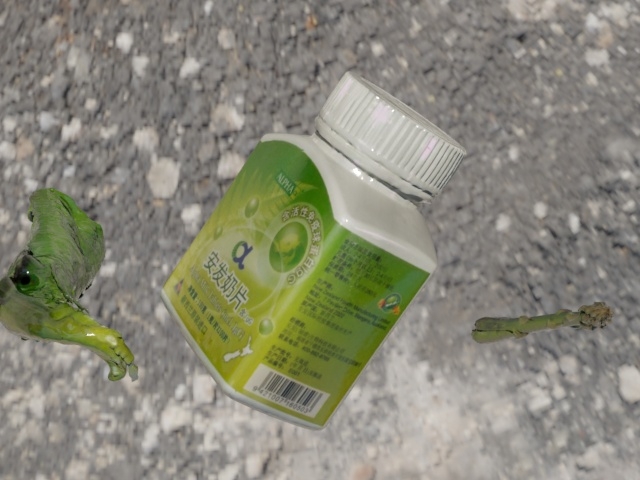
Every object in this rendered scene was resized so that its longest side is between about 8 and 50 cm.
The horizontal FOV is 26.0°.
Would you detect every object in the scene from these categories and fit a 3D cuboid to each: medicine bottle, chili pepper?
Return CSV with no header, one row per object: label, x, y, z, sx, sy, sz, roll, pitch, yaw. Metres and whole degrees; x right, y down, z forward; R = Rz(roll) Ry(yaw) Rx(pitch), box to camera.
medicine bottle,0.000,0.000,0.833,0.088,0.132,0.188,27,102,-35
chili pepper,-0.182,0.030,0.963,0.076,0.359,0.085,-34,106,-1

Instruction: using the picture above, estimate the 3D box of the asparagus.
asparagus,0.162,0.060,1.016,0.023,0.233,0.022,-17,88,-17
